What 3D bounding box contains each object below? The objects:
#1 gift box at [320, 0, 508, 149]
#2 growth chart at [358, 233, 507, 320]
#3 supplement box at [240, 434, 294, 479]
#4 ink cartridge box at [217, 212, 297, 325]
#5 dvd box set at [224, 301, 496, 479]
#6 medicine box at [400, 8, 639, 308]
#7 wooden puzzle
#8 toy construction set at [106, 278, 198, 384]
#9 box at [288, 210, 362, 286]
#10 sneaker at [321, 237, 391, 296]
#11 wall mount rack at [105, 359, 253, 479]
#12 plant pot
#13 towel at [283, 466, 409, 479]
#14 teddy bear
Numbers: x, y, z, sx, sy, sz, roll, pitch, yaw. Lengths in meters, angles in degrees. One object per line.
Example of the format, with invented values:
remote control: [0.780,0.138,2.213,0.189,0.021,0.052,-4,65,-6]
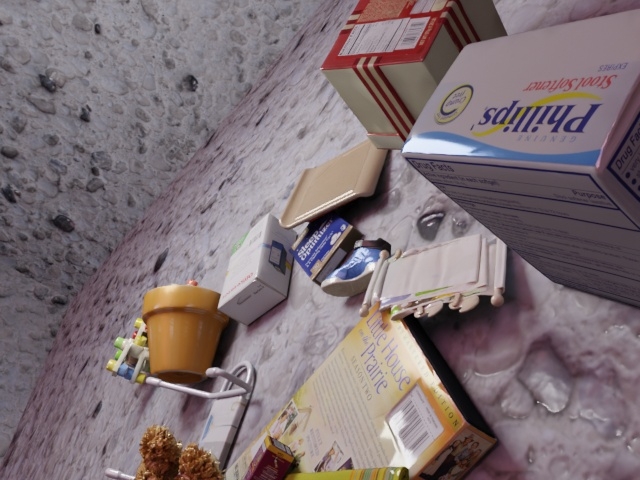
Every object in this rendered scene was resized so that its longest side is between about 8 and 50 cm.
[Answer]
gift box: [0.197,-0.291,1.061,0.276,0.258,0.255,17,71,44]
growth chart: [0.160,0.053,0.872,0.237,0.021,0.172,-12,33,37]
supplement box: [-0.078,0.328,0.857,0.083,0.043,0.055,-59,6,-7]
ink cartridge box: [-0.145,0.067,1.404,0.154,0.093,0.212,-38,28,34]
dvd box set: [0.021,0.307,0.848,0.420,0.062,0.308,-50,25,11]
medicine box: [0.272,-0.056,0.577,0.149,0.289,0.263,-57,25,-5]
wooden puzzle: [0.037,-0.125,1.329,0.238,0.044,0.221,-19,33,34]
toy construction set: [-0.463,0.239,1.687,0.328,0.151,0.215,-54,-1,-16]
box: [0.000,0.000,1.298,0.136,0.036,0.225,-53,24,4]
sneaker: [0.066,0.045,1.091,0.152,0.058,0.085,-26,43,39]
wall mount rack: [-0.276,0.381,1.202,0.304,0.130,0.350,-24,38,48]
plant pot: [-0.321,0.230,1.418,0.205,0.205,0.188,-29,50,43]
towel: [0.014,0.331,0.737,0.237,0.021,0.102,-28,31,47]
teddy bear: [-0.265,0.470,0.969,0.338,0.245,0.113,-59,-19,6]
